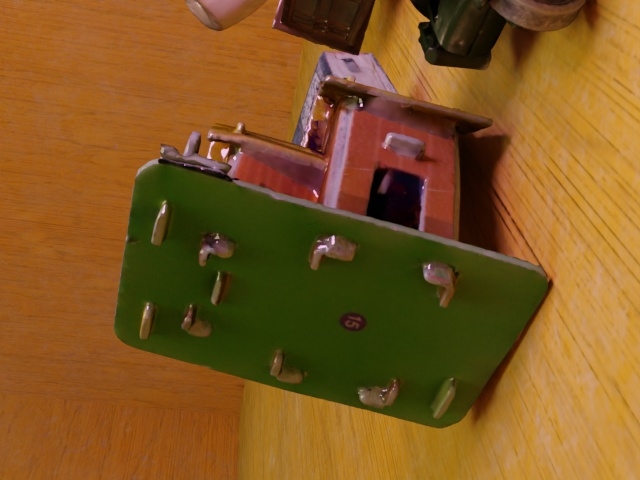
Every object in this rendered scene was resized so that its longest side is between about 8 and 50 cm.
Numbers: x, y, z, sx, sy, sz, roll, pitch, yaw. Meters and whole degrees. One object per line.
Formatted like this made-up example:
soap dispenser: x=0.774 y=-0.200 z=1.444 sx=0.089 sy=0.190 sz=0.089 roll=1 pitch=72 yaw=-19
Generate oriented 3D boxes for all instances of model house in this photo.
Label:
model house: x=0.000 y=0.000 z=0.787 sx=0.323 sy=0.300 sz=0.340 roll=-79 pitch=7 yaw=-47

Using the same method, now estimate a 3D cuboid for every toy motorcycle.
toy motorcycle: x=0.121 y=-0.234 z=0.688 sx=0.205 sy=0.127 sz=0.275 roll=114 pitch=165 yaw=-53

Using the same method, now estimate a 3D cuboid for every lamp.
lamp: x=0.024 y=-0.246 z=0.647 sx=0.325 sy=0.089 sz=0.090 roll=138 pitch=149 yaw=-81

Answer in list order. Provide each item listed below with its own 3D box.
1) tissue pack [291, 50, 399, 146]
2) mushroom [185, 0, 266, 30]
tissue pack: x=0.023 y=-0.049 z=1.069 sx=0.315 sy=0.103 sz=0.228 roll=110 pitch=149 yaw=-42
mushroom: x=-0.051 y=-0.482 z=1.235 sx=0.325 sy=0.353 sz=0.353 roll=11 pitch=94 yaw=61
